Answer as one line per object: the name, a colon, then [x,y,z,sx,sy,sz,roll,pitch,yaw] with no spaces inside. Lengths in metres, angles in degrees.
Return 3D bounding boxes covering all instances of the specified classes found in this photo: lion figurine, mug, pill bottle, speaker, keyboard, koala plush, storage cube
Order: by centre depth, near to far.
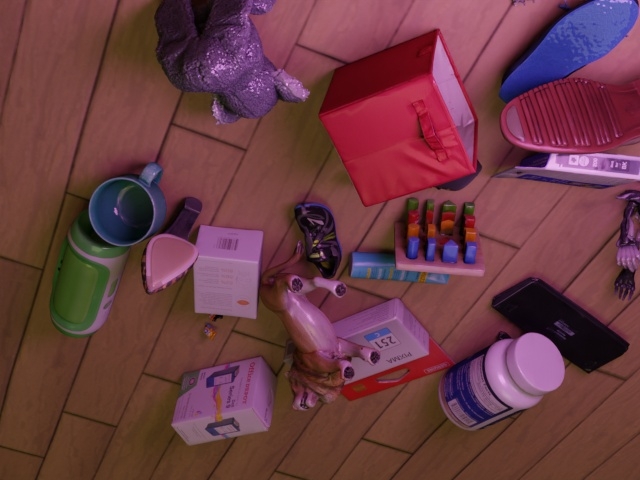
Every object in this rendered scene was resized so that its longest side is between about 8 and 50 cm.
koala plush: [-0.138,-0.273,1.499,0.196,0.203,0.221,-15,143,20]
storage cube: [0.130,-0.196,1.507,0.193,0.215,0.183,-17,119,22]
mug: [-0.343,-0.065,1.760,0.158,0.097,0.129,-20,95,12]
lion figurine: [-0.031,0.171,1.896,0.240,0.142,0.392,2,119,53]
speaker: [-0.468,0.069,1.900,0.131,0.131,0.296,18,134,-12]
pill bottle: [0.379,0.296,1.981,0.153,0.153,0.265,25,145,-18]
keyboard: [0.484,0.195,1.992,0.317,0.033,0.201,34,127,-24]

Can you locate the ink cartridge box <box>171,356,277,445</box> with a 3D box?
ink cartridge box: [-0.217,0.366,2.146,0.212,0.154,0.093,-13,130,19]

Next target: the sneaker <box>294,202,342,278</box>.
sneaker: [0.000,0.000,1.815,0.067,0.078,0.188,-10,132,15]

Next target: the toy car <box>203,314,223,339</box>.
toy car: [-0.240,0.173,2.030,0.040,0.060,0.122,40,126,12]

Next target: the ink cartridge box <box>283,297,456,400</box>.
ink cartridge box: [0.112,0.271,2.080,0.296,0.066,0.261,-24,126,27]

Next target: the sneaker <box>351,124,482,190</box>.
sneaker: [0.172,-0.117,1.678,0.222,0.083,0.118,-22,129,24]

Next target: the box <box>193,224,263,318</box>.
box: [-0.185,0.064,1.888,0.130,0.091,0.170,6,135,-1]

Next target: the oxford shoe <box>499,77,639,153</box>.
oxford shoe: [0.432,-0.185,1.495,0.348,0.123,0.130,-7,169,-15]

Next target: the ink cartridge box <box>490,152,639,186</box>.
ink cartridge box: [0.409,-0.123,1.587,0.208,0.045,0.206,5,179,-2]

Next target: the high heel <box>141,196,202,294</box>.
high heel: [-0.300,0.056,1.774,0.093,0.261,0.186,29,129,-9]

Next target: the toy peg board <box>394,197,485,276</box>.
toy peg board: [0.220,-0.013,1.733,0.161,0.160,0.079,4,119,2]

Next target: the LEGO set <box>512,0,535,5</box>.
LEGO set: [0.322,-0.387,1.437,0.054,0.023,0.083,12,135,-5]

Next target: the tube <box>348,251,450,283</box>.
tube: [0.161,0.055,1.879,0.207,0.052,0.080,4,145,-6]

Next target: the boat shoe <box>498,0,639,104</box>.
boat shoe: [0.376,-0.313,1.466,0.258,0.089,0.109,-32,111,37]

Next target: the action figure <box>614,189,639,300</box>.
action figure: [0.615,0.001,1.711,0.164,0.141,0.275,-1,138,9]
